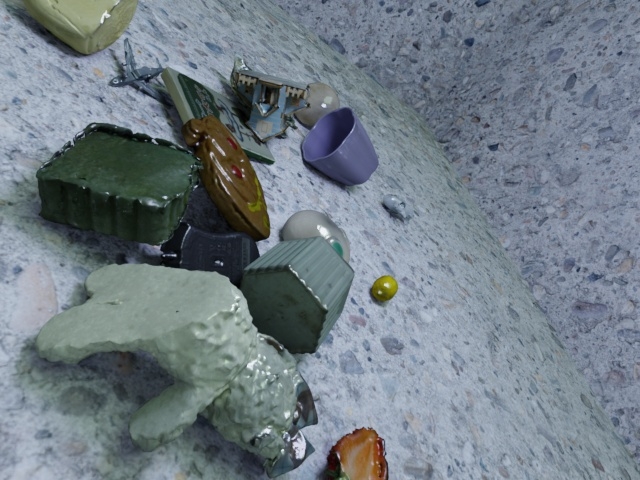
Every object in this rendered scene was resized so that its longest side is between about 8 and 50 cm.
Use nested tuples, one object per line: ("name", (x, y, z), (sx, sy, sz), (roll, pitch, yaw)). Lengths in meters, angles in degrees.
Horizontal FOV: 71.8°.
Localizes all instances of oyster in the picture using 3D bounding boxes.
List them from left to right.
("oyster", (-0.226, -0.537, 1.668), (0.351, 0.158, 0.162), (52, -7, -16))

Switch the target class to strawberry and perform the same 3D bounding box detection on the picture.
("strawberry", (0.066, 0.465, 0.885), (0.140, 0.085, 0.192), (25, 30, -20))

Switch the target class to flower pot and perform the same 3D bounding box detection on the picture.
("flower pot", (-0.058, 0.122, 1.007), (0.209, 0.239, 0.189), (23, 29, 13))
("flower pot", (0.098, -0.358, 1.769), (0.243, 0.265, 0.265), (36, 30, -40))

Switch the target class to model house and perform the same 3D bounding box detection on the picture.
("model house", (-0.174, -0.448, 1.517), (0.271, 0.206, 0.178), (13, 27, -4))

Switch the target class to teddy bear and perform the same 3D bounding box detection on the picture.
("teddy bear", (-0.216, 0.239, 0.782), (0.327, 0.375, 0.362), (-77, 160, -56))

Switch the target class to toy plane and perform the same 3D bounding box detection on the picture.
("toy plane", (-0.526, -0.484, 1.293), (0.226, 0.058, 0.226), (58, 27, -13))
("toy plane", (0.350, -0.146, 1.985), (0.174, 0.080, 0.174), (37, 14, -10))

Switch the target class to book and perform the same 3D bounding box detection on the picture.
("book", (-0.314, -0.389, 1.421), (0.371, 0.043, 0.260), (10, 45, -57))

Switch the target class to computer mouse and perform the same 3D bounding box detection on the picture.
("computer mouse", (-0.250, 0.046, 0.978), (0.264, 0.088, 0.147), (15, 70, -54))

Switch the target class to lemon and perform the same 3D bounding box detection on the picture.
("lemon", (0.208, 0.157, 1.437), (0.082, 0.082, 0.111), (48, 33, 3))

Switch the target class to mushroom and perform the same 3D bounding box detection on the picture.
("mushroom", (-0.013, -0.586, 1.976), (0.207, 0.207, 0.215), (61, -1, 23))

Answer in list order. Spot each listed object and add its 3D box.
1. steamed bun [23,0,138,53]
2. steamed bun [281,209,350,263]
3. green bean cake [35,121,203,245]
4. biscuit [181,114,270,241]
("steamed bun", (-0.640, -0.653, 1.196), (0.232, 0.166, 0.273), (32, 76, -14))
("steamed bun", (0.000, 0.000, 1.312), (0.228, 0.131, 0.177), (47, 28, 3))
("green bean cake", (-0.383, -0.113, 0.883), (0.255, 0.132, 0.241), (13, 36, -7))
("biscuit", (-0.229, -0.179, 1.147), (0.350, 0.070, 0.394), (54, 11, -51))
